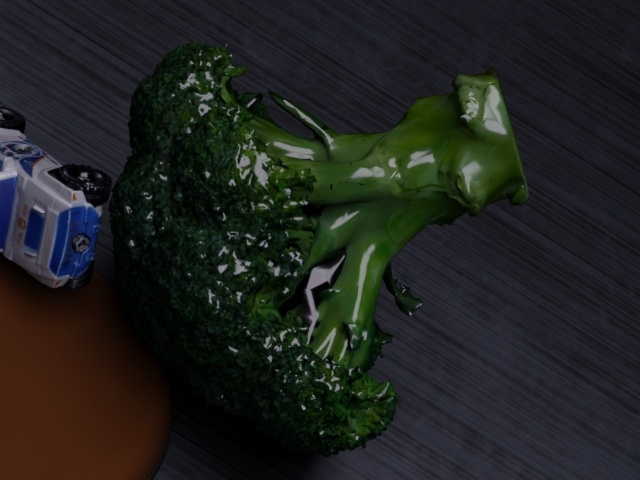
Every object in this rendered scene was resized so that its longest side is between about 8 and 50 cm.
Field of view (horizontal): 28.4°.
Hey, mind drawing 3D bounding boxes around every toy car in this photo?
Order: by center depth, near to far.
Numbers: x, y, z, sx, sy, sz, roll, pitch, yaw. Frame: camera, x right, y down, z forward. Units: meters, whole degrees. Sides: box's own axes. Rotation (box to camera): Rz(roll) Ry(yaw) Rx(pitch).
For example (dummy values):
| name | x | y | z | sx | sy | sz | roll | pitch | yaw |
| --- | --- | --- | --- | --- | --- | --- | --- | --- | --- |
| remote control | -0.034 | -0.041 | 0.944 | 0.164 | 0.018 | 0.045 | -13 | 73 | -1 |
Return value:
| name | x | y | z | sx | sy | sz | roll | pitch | yaw |
| --- | --- | --- | --- | --- | --- | --- | --- | --- | --- |
| toy car | -0.218 | -0.035 | 0.876 | 0.171 | 0.080 | 0.070 | 33 | 28 | 32 |

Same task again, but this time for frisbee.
| name | x | y | z | sx | sy | sz | roll | pitch | yaw |
| --- | --- | --- | --- | --- | --- | --- | --- | --- | --- |
| frisbee | -0.214 | 0.088 | 0.837 | 0.251 | 0.021 | 0.250 | 17 | 43 | -17 |

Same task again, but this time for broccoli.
| name | x | y | z | sx | sy | sz | roll | pitch | yaw |
| --- | --- | --- | --- | --- | --- | --- | --- | --- | --- |
| broccoli | 0.000 | 0.000 | 0.864 | 0.297 | 0.297 | 0.297 | -18 | 90 | -78 |
